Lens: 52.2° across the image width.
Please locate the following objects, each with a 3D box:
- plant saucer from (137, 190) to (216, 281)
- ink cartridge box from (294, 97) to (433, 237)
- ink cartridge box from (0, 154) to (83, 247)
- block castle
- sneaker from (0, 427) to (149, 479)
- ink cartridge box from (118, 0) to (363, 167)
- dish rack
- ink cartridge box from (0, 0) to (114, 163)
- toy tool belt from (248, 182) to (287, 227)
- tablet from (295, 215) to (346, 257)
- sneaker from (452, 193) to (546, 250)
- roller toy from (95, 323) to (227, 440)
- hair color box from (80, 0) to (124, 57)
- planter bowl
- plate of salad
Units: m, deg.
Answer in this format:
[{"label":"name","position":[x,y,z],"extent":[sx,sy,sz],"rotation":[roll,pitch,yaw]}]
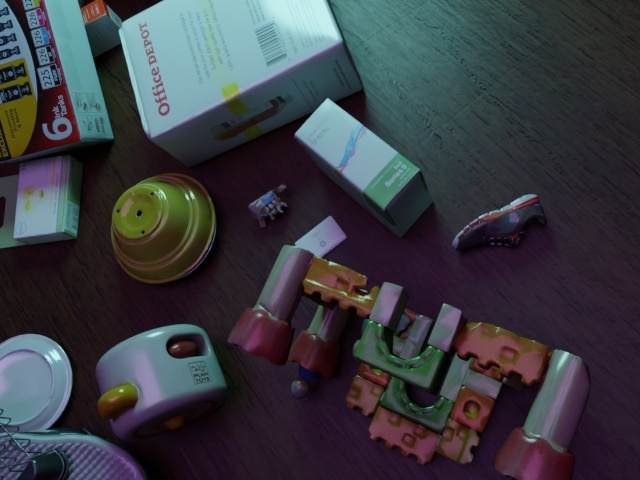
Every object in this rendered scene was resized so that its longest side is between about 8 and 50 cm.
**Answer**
[{"label":"plant saucer","position":[-0.279,-0.013,1.240],"extent":[0.195,0.037,0.195],"rotation":[-5,73,16]},{"label":"ink cartridge box","position":[0.074,-0.120,1.095],"extent":[0.212,0.154,0.093],"rotation":[41,89,24]},{"label":"ink cartridge box","position":[-0.611,-0.076,1.358],"extent":[0.235,0.056,0.171],"rotation":[-6,73,14]},{"label":"block castle","position":[0.125,0.197,0.906],"extent":[0.453,0.303,0.213],"rotation":[21,82,23]},{"label":"sneaker","position":[-0.415,0.386,1.117],"extent":[0.321,0.127,0.126],"rotation":[8,79,17]},{"label":"ink cartridge box","position":[-0.152,-0.350,1.233],"extent":[0.384,0.160,0.279],"rotation":[-23,68,10]},{"label":"dish rack","position":[-0.565,0.361,1.061],"extent":[0.271,0.074,0.208],"rotation":[36,88,20]},{"label":"ink cartridge box","position":[-0.603,-0.322,1.324],"extent":[0.271,0.130,0.309],"rotation":[-12,97,15]},{"label":"toy tool belt","position":[-0.087,-0.063,1.194],"extent":[0.083,0.052,0.051],"rotation":[-32,98,10]},{"label":"tablet","position":[0.000,0.000,1.164],"extent":[0.083,0.006,0.054],"rotation":[-38,67,4]},{"label":"sneaker","position":[0.289,-0.015,1.049],"extent":[0.158,0.061,0.065],"rotation":[-29,74,8]},{"label":"roller toy","position":[-0.257,0.238,1.071],"extent":[0.191,0.209,0.146],"rotation":[-21,68,-11]},{"label":"hair color box","position":[-0.512,-0.441,1.412],"extent":[0.167,0.093,0.053],"rotation":[-26,67,8]},{"label":"planter bowl","position":[-0.309,-0.037,1.188],"extent":[0.217,0.090,0.217],"rotation":[-5,73,16]},{"label":"plate of salad","position":[-0.561,0.278,1.238],"extent":[0.199,0.048,0.200],"rotation":[-2,71,6]}]
